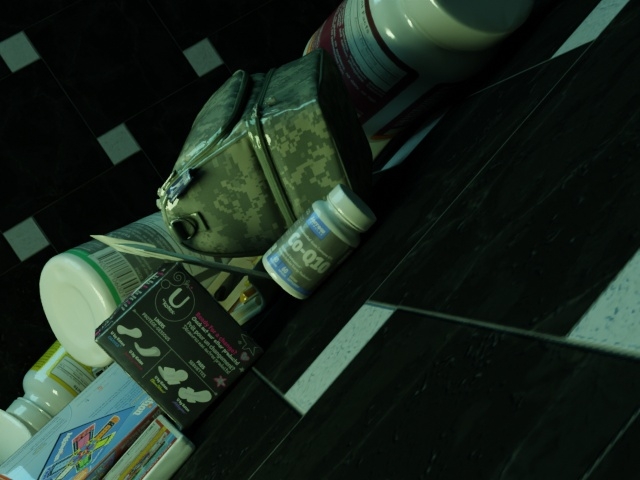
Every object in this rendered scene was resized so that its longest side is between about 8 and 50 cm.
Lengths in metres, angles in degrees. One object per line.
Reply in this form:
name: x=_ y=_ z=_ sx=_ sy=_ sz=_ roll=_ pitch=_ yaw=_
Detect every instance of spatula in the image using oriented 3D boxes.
spatula: x=-0.164 y=0.024 z=1.415 sx=0.168 sy=0.242 sz=0.019 roll=4 pitch=83 yaw=53

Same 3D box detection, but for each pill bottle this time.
pill bottle: x=-0.283 y=0.060 z=1.873 sx=0.361 sy=0.204 sz=0.204 roll=-26 pitch=-9 yaw=-42
pill bottle: x=0.139 y=-0.314 z=1.632 sx=0.224 sy=0.224 sz=0.392 roll=-51 pitch=8 yaw=-27
pill bottle: x=-0.555 y=0.312 z=2.472 sx=0.334 sy=0.188 sz=0.188 roll=-51 pitch=8 yaw=-28
pill bottle: x=0.000 y=0.000 z=1.332 sx=0.137 sy=0.078 sz=0.078 roll=-46 pitch=7 yaw=13

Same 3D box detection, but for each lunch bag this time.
lunch bag: x=-0.078 y=-0.111 z=1.484 sx=0.255 sy=0.213 sz=0.305 roll=-20 pitch=24 yaw=12

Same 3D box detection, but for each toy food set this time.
toy food set: x=-0.100 y=0.029 z=1.707 sx=0.220 sy=0.092 sz=0.306 roll=-51 pitch=8 yaw=-30

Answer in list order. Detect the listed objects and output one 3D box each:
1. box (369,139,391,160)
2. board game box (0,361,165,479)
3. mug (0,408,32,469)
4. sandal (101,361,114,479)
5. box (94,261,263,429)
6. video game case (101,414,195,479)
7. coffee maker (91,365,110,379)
box: x=0.085 y=-0.238 z=1.929 sx=0.232 sy=0.127 sz=0.148 roll=-50 pitch=8 yaw=-22
board game box: x=-0.311 y=0.260 z=1.533 sx=0.145 sy=0.027 sz=0.281 roll=10 pitch=40 yaw=38
mug: x=-0.635 y=0.415 z=1.614 sx=0.276 sy=0.374 sz=0.328 roll=-9 pitch=-65 yaw=-64
sandal: x=-0.325 y=0.298 z=1.611 sx=0.303 sy=0.120 sz=0.086 roll=-52 pitch=-20 yaw=-38
box: x=-0.189 y=0.129 z=1.407 sx=0.142 sy=0.163 sz=0.247 roll=-45 pitch=7 yaw=-9
video game case: x=-0.243 y=0.308 z=1.316 sx=0.204 sy=0.025 sz=0.285 roll=-49 pitch=7 yaw=-12
coffee maker: x=-0.388 y=0.234 z=2.310 sx=0.171 sy=0.120 sz=0.178 roll=-19 pitch=-11 yaw=-37
